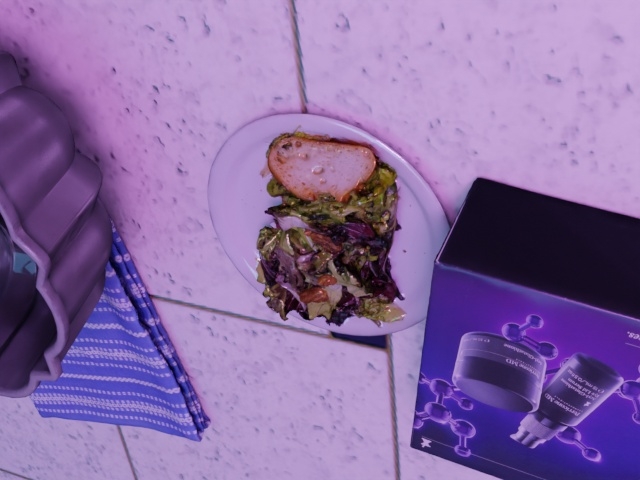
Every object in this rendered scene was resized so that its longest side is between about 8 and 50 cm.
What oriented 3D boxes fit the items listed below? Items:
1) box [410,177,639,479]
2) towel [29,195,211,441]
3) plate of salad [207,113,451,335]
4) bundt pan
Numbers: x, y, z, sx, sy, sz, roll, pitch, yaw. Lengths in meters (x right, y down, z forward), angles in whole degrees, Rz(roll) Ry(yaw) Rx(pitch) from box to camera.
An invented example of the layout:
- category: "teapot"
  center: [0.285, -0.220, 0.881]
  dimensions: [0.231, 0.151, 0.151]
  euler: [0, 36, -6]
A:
- category: "box"
  center: [0.202, 0.088, 0.570]
  dimensions: [0.261, 0.103, 0.184]
  euler: [16, 134, 18]
- category: "towel"
  center: [-0.263, 0.063, 0.849]
  dimensions: [0.243, 0.040, 0.336]
  euler: [-1, 125, 30]
- category: "plate of salad"
  center: [0.000, 0.000, 0.646]
  dimensions: [0.200, 0.048, 0.199]
  euler: [15, 131, 18]
- category: "bundt pan"
  center: [-0.296, -0.036, 0.670]
  dimensions: [0.331, 0.124, 0.330]
  euler: [17, 134, 18]
